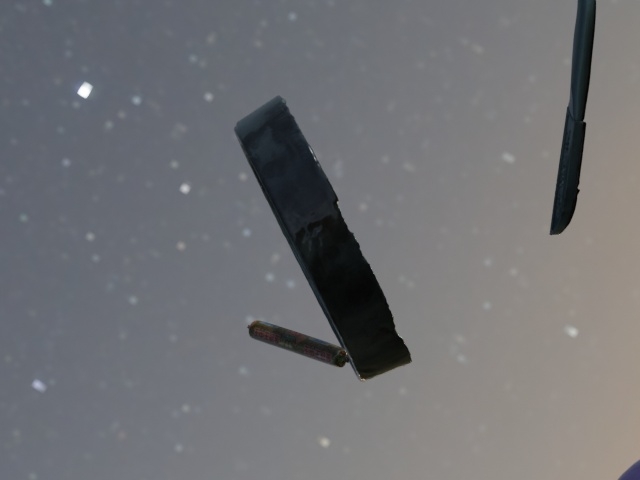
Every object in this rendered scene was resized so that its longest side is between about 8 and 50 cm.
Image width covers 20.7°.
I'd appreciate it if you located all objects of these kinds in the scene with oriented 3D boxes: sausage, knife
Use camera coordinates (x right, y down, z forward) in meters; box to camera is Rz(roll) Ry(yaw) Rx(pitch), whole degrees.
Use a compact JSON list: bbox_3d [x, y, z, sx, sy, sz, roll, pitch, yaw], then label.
[{"bbox_3d":[-0.016,0.071,1.214,0.015,0.100,0.015,-16,-67,-43],"label":"sausage"},{"bbox_3d":[0.196,-0.101,1.353,0.015,0.028,0.210,-4,-71,-22],"label":"knife"}]

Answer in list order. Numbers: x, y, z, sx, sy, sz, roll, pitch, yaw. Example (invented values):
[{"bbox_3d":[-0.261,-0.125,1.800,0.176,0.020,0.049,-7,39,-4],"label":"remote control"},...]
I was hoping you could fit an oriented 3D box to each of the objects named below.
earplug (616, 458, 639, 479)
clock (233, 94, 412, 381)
[{"bbox_3d":[0.439,0.280,1.382,0.215,0.456,0.215,-166,90,-89],"label":"earplug"},{"bbox_3d":[0.000,0.000,1.626,0.055,0.280,0.280,-27,-19,-1],"label":"clock"}]
